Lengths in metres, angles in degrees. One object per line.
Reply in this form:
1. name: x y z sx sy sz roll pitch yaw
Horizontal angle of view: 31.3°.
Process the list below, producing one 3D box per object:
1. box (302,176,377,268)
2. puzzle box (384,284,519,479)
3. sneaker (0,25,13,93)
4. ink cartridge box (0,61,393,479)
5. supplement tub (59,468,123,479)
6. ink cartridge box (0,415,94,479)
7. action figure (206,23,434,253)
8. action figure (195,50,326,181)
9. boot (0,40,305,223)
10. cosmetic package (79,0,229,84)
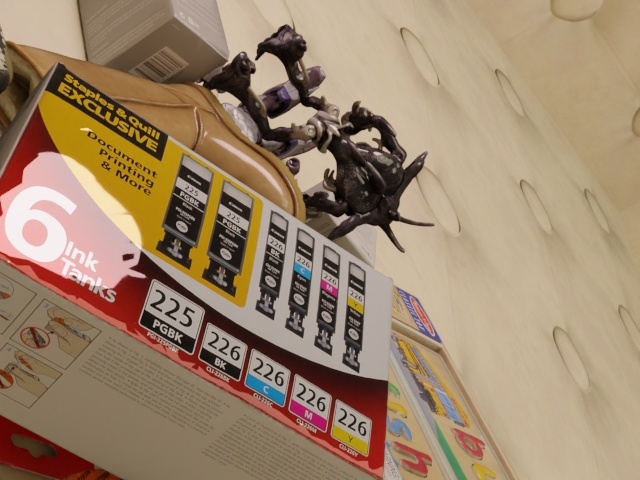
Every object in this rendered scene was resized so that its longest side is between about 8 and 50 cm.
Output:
1. box: 0.000 0.000 1.381 0.102 0.101 0.087 51 24 -23
2. puzzle box: 0.069 0.154 1.168 0.272 0.052 0.409 30 22 -37
3. sneaker: -0.334 -0.318 0.947 0.410 0.182 0.158 64 22 9
4. ink cartridge box: -0.105 0.029 0.826 0.309 0.130 0.272 33 35 -20
5. supplement tub: -0.145 0.254 0.749 0.117 0.117 0.190 43 27 -36
6. ink cartridge box: -0.206 0.064 0.896 0.134 0.078 0.231 33 35 -48
7. action figure: 0.007 -0.101 1.267 0.276 0.164 0.141 51 -15 -4
8. action figure: -0.079 -0.142 1.393 0.285 0.099 0.185 -31 104 -63
9. boot: -0.163 -0.082 1.101 0.236 0.089 0.269 46 21 23
10. cosmetic package: -0.195 -0.280 1.274 0.107 0.127 0.238 33 37 -47
